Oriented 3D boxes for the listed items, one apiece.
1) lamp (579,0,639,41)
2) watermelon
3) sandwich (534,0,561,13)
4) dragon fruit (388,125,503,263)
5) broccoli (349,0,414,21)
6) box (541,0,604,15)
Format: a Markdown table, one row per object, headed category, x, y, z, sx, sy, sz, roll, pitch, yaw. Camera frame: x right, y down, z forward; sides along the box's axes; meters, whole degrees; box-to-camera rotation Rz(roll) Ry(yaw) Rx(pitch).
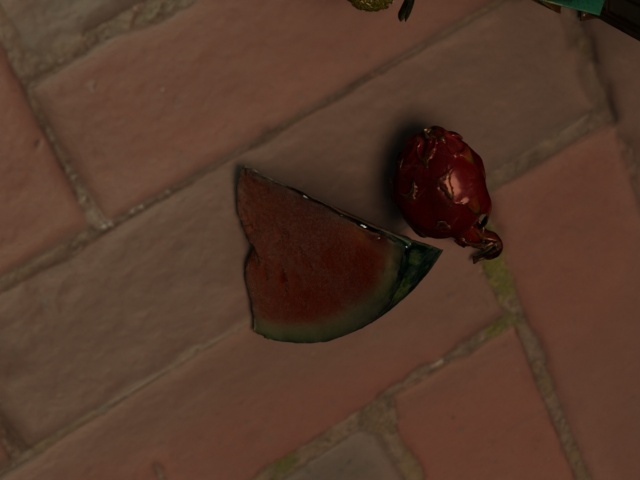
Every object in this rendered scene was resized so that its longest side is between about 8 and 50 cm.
| category | x | y | z | sx | sy | sz | roll | pitch | yaw |
| --- | --- | --- | --- | --- | --- | --- | --- | --- | --- |
| lamp | 0.352 | -0.199 | 1.653 | 0.090 | 0.325 | 0.089 | -12 | 117 | -22 |
| watermelon | 0.008 | 0.023 | 1.695 | 0.202 | 0.207 | 0.136 | 17 | 77 | -14 |
| sandwich | 0.157 | -0.247 | 1.690 | 0.116 | 0.074 | 0.074 | -7 | 114 | -22 |
| dragon fruit | 0.126 | -0.028 | 1.767 | 0.094 | 0.094 | 0.190 | -37 | 134 | -7 |
| broccoli | 0.052 | -0.264 | 1.606 | 0.130 | 0.120 | 0.131 | 28 | 65 | -47 |
| box | 0.207 | -0.322 | 1.614 | 0.161 | 0.042 | 0.226 | 9 | 106 | -25 |
